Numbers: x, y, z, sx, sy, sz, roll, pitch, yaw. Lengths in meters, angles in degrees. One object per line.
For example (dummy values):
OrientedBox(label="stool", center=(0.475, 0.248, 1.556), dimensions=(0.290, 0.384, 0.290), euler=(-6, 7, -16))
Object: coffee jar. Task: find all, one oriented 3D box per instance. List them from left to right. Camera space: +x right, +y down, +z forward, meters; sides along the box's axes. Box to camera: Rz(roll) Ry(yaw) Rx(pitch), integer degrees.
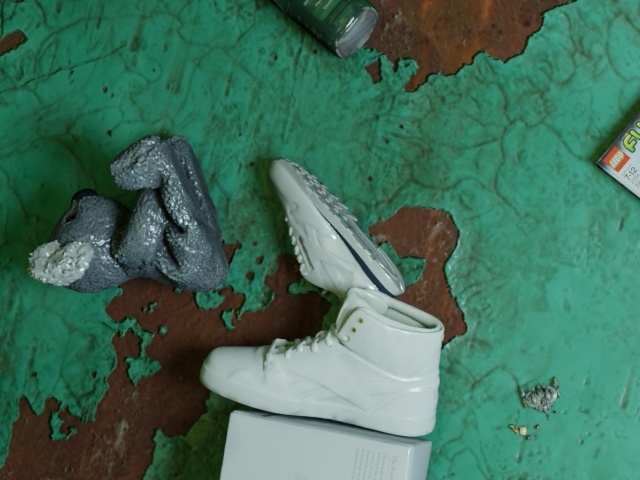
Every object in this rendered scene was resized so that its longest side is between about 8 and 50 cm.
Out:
OrientedBox(label="coffee jar", center=(-0.019, -0.313, 1.908), dimensions=(0.184, 0.096, 0.079), euler=(41, 92, 13))

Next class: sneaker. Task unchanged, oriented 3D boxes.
OrientedBox(label="sneaker", center=(0.000, 0.000, 1.884), dimensions=(0.095, 0.090, 0.235), euler=(-42, 75, 17))
OrientedBox(label="sneaker", center=(0.005, 0.124, 1.831), dimensions=(0.293, 0.108, 0.169), euler=(9, 113, 6))

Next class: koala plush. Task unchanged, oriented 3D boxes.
OrientedBox(label="koala plush", center=(-0.245, -0.002, 1.892), dimensions=(0.221, 0.196, 0.203), euler=(-22, 90, 7))

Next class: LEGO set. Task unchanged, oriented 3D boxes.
OrientedBox(label="LEGO set", center=(0.260, 0.200, 1.829), dimensions=(0.054, 0.023, 0.083), euler=(15, 88, 14))

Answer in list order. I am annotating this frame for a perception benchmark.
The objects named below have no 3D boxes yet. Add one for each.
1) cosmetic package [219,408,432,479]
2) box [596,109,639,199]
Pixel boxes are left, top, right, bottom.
OrientedBox(label="cosmetic package", center=(-0.001, 0.331, 1.821), dimensions=(0.225, 0.138, 0.224), euler=(9, 88, 16))
OrientedBox(label="box", center=(0.437, -0.135, 1.811), dimensions=(0.114, 0.036, 0.207), euler=(40, 95, 14))
